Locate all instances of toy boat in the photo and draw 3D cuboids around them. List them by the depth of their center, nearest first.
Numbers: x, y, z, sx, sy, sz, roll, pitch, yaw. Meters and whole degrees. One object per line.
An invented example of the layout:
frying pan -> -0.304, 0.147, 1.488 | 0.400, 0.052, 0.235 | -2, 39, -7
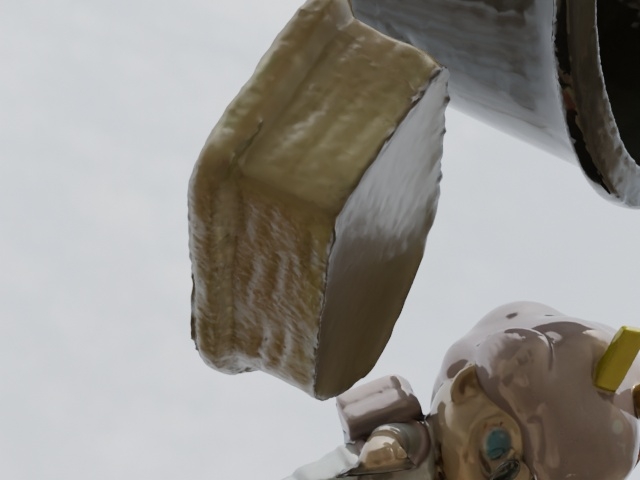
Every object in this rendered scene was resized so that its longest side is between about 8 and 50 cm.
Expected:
toy boat -> 0.000, 0.000, 0.713 | 0.061, 0.116, 0.188 | 24, -32, 15

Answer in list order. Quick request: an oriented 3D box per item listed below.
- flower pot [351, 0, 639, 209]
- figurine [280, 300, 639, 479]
flower pot -> 0.110, -0.159, 0.884 | 0.166, 0.269, 0.269 | 11, -57, 29
figurine -> 0.084, 0.098, 0.876 | 0.229, 0.112, 0.137 | -24, -50, -7
